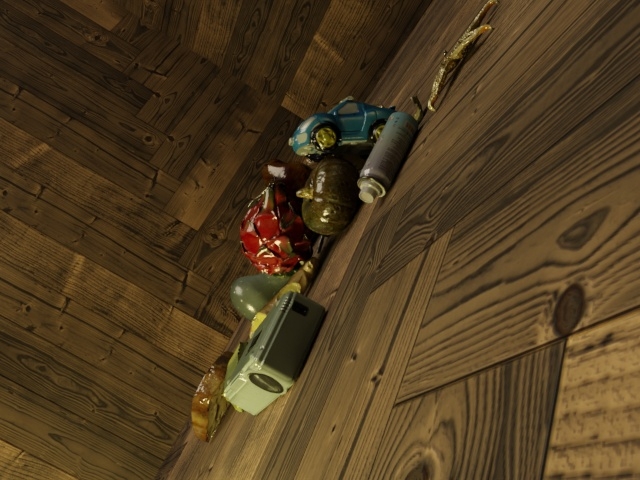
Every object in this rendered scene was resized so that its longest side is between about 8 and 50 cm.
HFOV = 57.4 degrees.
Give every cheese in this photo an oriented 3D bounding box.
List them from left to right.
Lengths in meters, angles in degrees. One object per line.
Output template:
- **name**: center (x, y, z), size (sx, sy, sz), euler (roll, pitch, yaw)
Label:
- **cheese**: center (0.229, -0.311, 1.413), size (0.060, 0.041, 0.084), euler (-53, -21, -82)

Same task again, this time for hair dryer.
- **hair dryer**: center (0.000, 0.000, 1.789), size (0.026, 0.047, 0.083), euler (143, 142, -74)

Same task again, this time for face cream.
- **face cream**: center (0.147, -0.184, 1.314), size (0.229, 0.075, 0.075), euler (-62, 7, -25)

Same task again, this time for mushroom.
- **mushroom**: center (-0.031, -0.163, 1.819), size (0.254, 0.267, 0.267), euler (-25, -4, -16)

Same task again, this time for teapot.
- **teapot**: center (-0.154, 0.135, 1.825), size (0.251, 0.183, 0.183), euler (-48, 7, 1)

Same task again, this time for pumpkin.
- **pumpkin**: center (0.015, -0.122, 1.581), size (0.219, 0.162, 0.219), euler (-168, 90, -79)

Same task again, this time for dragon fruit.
- **dragon fruit**: center (-0.120, -0.038, 1.676), size (0.234, 0.233, 0.293), euler (175, 99, -82)

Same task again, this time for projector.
- **projector**: center (-0.104, 0.237, 1.220), size (0.257, 0.099, 0.192), euler (-51, 11, 53)

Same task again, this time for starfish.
- **starfish**: center (0.301, -0.409, 1.271), size (0.247, 0.050, 0.138), euler (-59, 7, 29)

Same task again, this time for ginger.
- **ginger**: center (-0.084, 0.159, 1.563), size (0.295, 0.086, 0.131), euler (-53, -26, -27)

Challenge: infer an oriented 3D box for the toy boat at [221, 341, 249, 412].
- **toy boat**: center (-0.211, 0.354, 1.594), size (0.111, 0.084, 0.276), euler (-60, 7, 13)

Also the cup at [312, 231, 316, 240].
- **cup**: center (-0.059, -0.098, 2.156), size (0.208, 0.288, 0.273), euler (30, 88, 48)

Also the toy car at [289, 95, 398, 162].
- **toy car**: center (0.067, -0.309, 1.619), size (0.198, 0.314, 0.166), euler (148, 117, -81)

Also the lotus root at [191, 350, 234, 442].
- **lotus root**: center (-0.306, 0.448, 1.710), size (0.261, 0.074, 0.170), euler (-62, -18, -21)

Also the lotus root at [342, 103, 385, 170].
- **lotus root**: center (0.114, -0.314, 1.861), size (0.160, 0.146, 0.284), euler (-44, -10, -49)

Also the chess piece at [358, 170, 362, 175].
- **chess piece**: center (0.135, -0.185, 1.584), size (0.042, 0.042, 0.093), euler (-63, 12, -27)
